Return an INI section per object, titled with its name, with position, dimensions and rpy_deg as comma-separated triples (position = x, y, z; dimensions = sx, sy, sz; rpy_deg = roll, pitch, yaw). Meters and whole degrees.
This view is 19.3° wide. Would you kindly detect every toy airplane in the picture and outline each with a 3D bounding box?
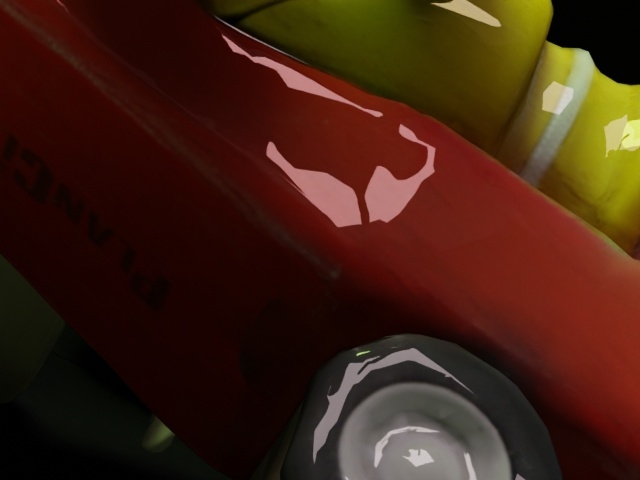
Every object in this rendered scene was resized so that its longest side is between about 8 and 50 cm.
[toy airplane]
position = -0.040, -0.084, 0.500
dimensions = 0.386, 0.384, 0.272
rpy_deg = 10, 38, 43
